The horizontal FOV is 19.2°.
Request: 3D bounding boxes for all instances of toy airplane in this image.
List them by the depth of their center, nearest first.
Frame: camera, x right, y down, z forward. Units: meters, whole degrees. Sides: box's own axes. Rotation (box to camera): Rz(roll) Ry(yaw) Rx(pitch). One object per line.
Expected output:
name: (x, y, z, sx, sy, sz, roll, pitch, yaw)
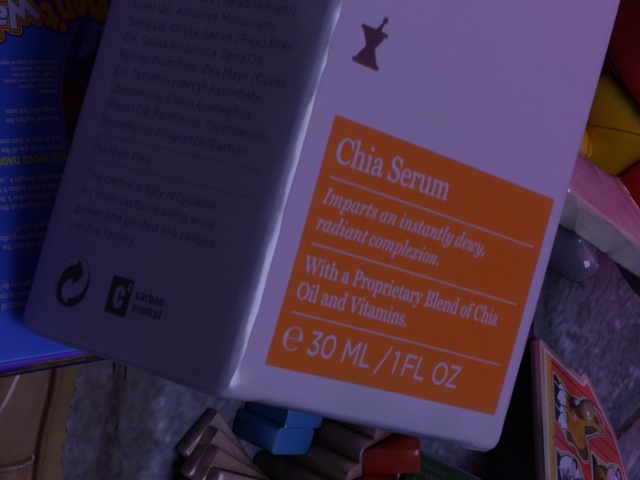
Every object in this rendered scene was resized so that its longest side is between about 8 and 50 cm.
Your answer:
toy airplane: (0.236, -0.012, 1.453, 0.386, 0.272, 0.384, 63, 26, -27)

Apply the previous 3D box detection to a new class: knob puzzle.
knob puzzle: (0.242, 0.200, 1.658, 0.213, 0.030, 0.213, 40, 40, -47)

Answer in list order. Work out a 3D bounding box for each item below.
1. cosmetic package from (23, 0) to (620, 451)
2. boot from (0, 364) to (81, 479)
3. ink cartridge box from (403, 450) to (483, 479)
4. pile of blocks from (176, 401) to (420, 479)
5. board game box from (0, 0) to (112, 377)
cosmetic package: (0.032, -0.135, 1.003, 0.230, 0.161, 0.453, 16, 88, -48)
boot: (-0.267, 0.100, 1.075, 0.269, 0.089, 0.236, -9, 107, -42)
ink cartridge box: (0.103, 0.308, 1.576, 0.160, 0.092, 0.219, 35, 79, -51)
pile of blocks: (-0.007, 0.172, 1.378, 0.362, 0.112, 0.149, -53, 138, -20)
board game box: (-0.152, -0.047, 1.068, 0.347, 0.078, 0.233, -6, 82, -47)
